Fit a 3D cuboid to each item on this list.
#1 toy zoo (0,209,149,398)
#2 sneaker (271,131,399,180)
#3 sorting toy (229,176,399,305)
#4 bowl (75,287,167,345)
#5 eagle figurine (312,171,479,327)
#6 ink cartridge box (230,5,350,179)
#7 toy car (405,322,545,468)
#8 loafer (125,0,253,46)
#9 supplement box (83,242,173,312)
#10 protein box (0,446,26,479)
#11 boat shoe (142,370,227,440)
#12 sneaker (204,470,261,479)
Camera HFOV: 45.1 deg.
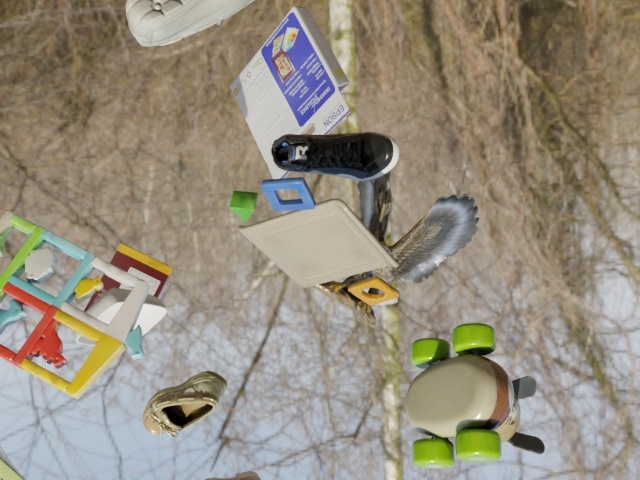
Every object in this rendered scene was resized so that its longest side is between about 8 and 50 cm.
[{"bbox_3d":[-0.386,0.098,1.121,0.293,0.192,0.030,27,157,7],"label":"toy zoo"},{"bbox_3d":[0.010,-0.136,1.250,0.217,0.079,0.121,2,-176,41],"label":"sneaker"},{"bbox_3d":[0.000,0.000,1.195,0.196,0.047,0.348,-12,141,30],"label":"sorting toy"},{"bbox_3d":[-0.379,0.141,1.449,0.142,0.053,0.142,-41,149,20],"label":"bowl"},{"bbox_3d":[0.128,0.004,1.433,0.226,0.298,0.225,33,179,-29],"label":"eagle figurine"},{"bbox_3d":[-0.066,-0.340,1.846,0.072,0.307,0.303,-10,157,-47],"label":"ink cartridge box"},{"bbox_3d":[0.216,0.207,0.963,0.188,0.155,0.149,18,151,-30],"label":"toy car"},{"bbox_3d":[-0.185,-0.432,1.328,0.319,0.112,0.111,-28,169,-14],"label":"loafer"},{"bbox_3d":[-0.435,0.131,1.763,0.129,0.194,0.191,27,168,-4],"label":"supplement box"},{"bbox_3d":[-0.682,0.423,1.379,0.200,0.201,0.136,-43,-135,-21],"label":"protein box"},{"bbox_3d":[-0.344,0.411,1.874,0.285,0.104,0.089,-37,-155,31],"label":"boat shoe"},{"bbox_3d":[-0.261,0.752,2.279,0.252,0.103,0.111,-8,-174,-36],"label":"sneaker"}]
